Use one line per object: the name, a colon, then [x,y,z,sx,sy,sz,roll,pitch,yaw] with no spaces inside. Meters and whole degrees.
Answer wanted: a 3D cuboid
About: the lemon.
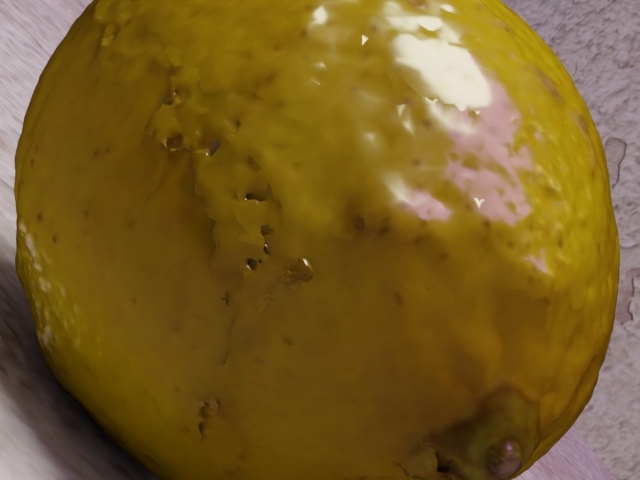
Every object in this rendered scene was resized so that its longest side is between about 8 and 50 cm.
lemon: [0.000,0.000,0.797,0.253,0.253,0.310,39,13,-48]
